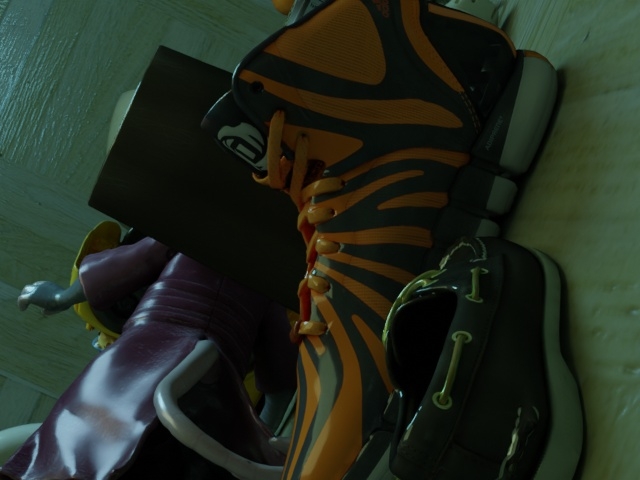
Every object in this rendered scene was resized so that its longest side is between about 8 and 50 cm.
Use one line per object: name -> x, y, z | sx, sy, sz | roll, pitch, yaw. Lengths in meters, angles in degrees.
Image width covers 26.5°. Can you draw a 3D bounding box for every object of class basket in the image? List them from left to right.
basket -> -0.041, -0.037, 0.989 | 0.204, 0.226, 0.154 | 166, 128, -80

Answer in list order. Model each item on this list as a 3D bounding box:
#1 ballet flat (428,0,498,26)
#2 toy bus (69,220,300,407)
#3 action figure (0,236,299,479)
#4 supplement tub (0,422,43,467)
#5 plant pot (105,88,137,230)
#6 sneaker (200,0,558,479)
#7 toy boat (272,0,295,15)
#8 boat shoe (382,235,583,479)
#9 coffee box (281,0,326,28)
ballet flat -> 0.104, -0.166, 1.040 | 0.070, 0.070, 0.188 | -64, 12, 13
toy bus -> -0.148, 0.107, 1.332 | 0.149, 0.220, 0.211 | -74, 5, -64
action figure -> -0.115, 0.077, 1.071 | 0.276, 0.248, 0.370 | 124, 165, -46
supplement tub -> -0.264, 0.314, 1.325 | 0.316, 0.228, 0.228 | 112, 180, -71
plant pot -> -0.240, -0.095, 2.241 | 0.284, 0.284, 0.191 | 138, 155, -70
sneaker -> 0.000, 0.000, 0.780 | 0.124, 0.180, 0.321 | 138, 155, -71
toy boat -> -0.014, -0.408, 2.096 | 0.151, 0.151, 0.231 | -43, 6, -4
boat shoe -> 0.065, 0.047, 0.618 | 0.081, 0.068, 0.228 | -62, 9, 20
coffee box -> 0.004, -0.219, 1.616 | 0.168, 0.118, 0.297 | -77, 14, -57
